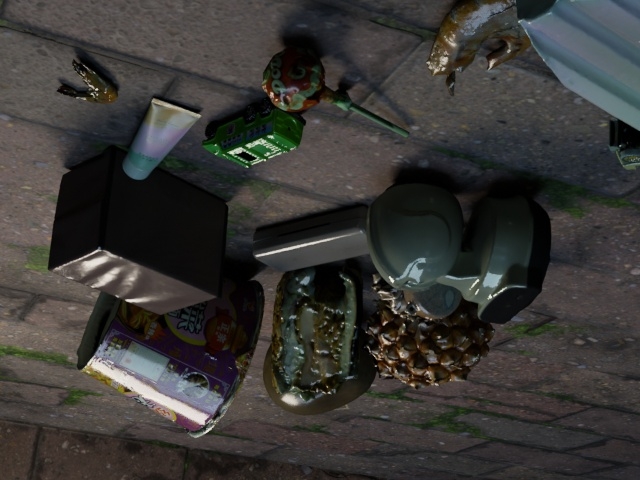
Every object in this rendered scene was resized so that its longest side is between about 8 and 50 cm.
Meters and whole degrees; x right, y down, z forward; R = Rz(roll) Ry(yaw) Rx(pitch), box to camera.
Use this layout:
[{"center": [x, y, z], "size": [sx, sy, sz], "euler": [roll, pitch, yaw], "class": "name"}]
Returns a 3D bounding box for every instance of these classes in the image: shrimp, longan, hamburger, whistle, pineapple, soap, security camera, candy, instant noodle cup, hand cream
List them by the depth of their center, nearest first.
[{"center": [0.379, -0.238, 1.200], "size": [0.347, 0.115, 0.208], "euler": [21, 150, -33], "class": "soap"}, {"center": [0.202, -0.241, 1.298], "size": [0.132, 0.051, 0.187], "euler": [13, 152, -19], "class": "shrimp"}, {"center": [0.035, -0.189, 1.438], "size": [0.084, 0.078, 0.288], "euler": [-30, 148, 33], "class": "candy"}, {"center": [-0.335, -0.217, 1.470], "size": [0.083, 0.023, 0.114], "euler": [-1, 160, 18], "class": "shrimp"}, {"center": [-0.248, -0.154, 1.585], "size": [0.076, 0.047, 0.174], "euler": [17, 144, -24], "class": "hand cream"}, {"center": [0.207, 0.004, 1.688], "size": [0.277, 0.191, 0.197], "euler": [10, 155, -8], "class": "security camera"}, {"center": [0.217, 0.055, 1.805], "size": [0.107, 0.220, 0.057], "euler": [54, 156, -13], "class": "whistle"}, {"center": [0.179, 0.105, 1.924], "size": [0.263, 0.262, 0.271], "euler": [-3, 142, 14], "class": "pineapple"}, {"center": [-0.297, 0.179, 2.039], "size": [0.266, 0.339, 0.340], "euler": [26, 150, -20], "class": "instant noodle cup"}, {"center": [-0.010, 0.173, 2.077], "size": [0.168, 0.288, 0.192], "euler": [4, -173, -7], "class": "hamburger"}, {"center": [-0.005, 0.269, 2.267], "size": [0.215, 0.246, 0.246], "euler": [48, 141, -14], "class": "longan"}]

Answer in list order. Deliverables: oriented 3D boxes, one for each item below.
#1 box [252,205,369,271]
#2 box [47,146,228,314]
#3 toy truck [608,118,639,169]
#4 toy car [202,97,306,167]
[{"center": [0.000, 0.000, 1.872], "size": [0.244, 0.055, 0.103], "euler": [-13, 150, 33], "class": "box"}, {"center": [-0.298, -0.008, 1.741], "size": [0.153, 0.188, 0.252], "euler": [-17, 151, 38], "class": "box"}, {"center": [0.497, -0.139, 1.447], "size": [0.191, 0.085, 0.116], "euler": [-2, 165, 21], "class": "toy truck"}, {"center": [-0.100, -0.149, 1.538], "size": [0.165, 0.062, 0.071], "euler": [-17, 150, 39], "class": "toy car"}]
